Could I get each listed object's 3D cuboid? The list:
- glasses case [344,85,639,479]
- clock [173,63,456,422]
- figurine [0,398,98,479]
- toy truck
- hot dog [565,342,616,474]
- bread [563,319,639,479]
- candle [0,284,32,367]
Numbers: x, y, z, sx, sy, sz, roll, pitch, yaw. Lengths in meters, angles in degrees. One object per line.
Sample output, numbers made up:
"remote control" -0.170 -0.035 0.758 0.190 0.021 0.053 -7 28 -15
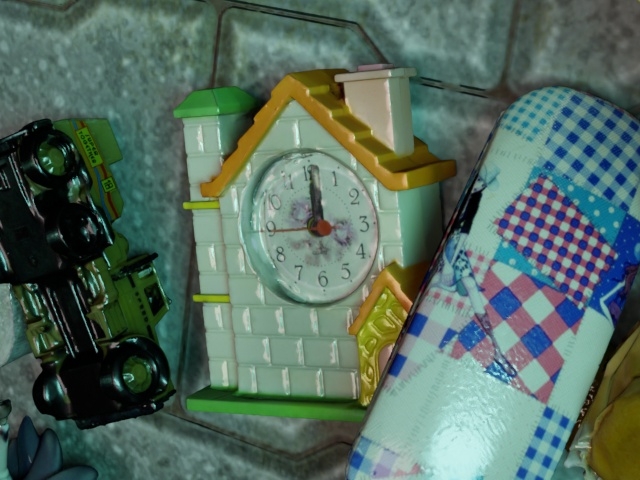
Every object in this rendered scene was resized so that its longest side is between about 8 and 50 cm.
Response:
"glasses case" 0.125 0.053 0.789 0.125 0.076 0.327 26 80 -3
"clock" 0.000 0.000 0.907 0.220 0.106 0.255 -2 99 29
"figurine" -0.291 0.285 1.095 0.197 0.175 0.265 49 126 7
"toy truck" -0.201 0.027 1.016 0.127 0.127 0.257 -18 92 37
"hot dog" 0.230 0.151 0.838 0.286 0.061 0.088 41 105 15
"bread" 0.286 0.139 0.731 0.241 0.107 0.136 29 135 0
"candle" -0.320 0.015 1.111 0.192 0.068 0.168 40 120 15
